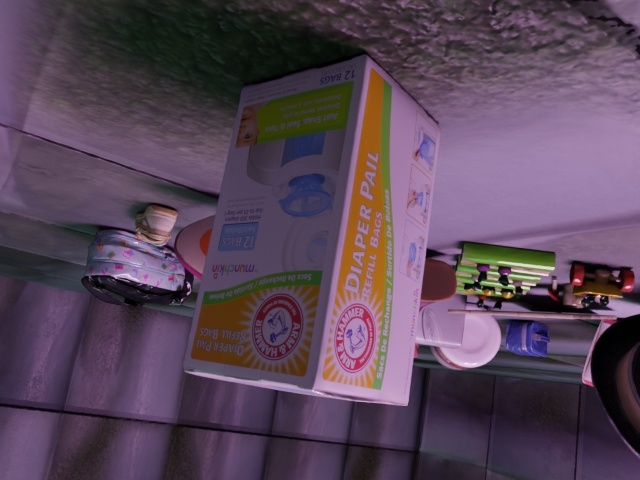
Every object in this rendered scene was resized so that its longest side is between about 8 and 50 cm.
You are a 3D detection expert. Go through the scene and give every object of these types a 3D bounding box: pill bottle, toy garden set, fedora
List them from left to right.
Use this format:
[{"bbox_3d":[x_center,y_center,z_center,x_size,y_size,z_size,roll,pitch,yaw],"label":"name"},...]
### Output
[{"bbox_3d":[0.287,0.202,1.178,0.121,0.121,0.216,8,167,7],"label":"pill bottle"},{"bbox_3d":[0.285,0.069,0.792,0.203,0.049,0.244,8,166,11],"label":"toy garden set"},{"bbox_3d":[0.527,0.171,0.719,0.333,0.334,0.153,10,133,1],"label":"fedora"}]

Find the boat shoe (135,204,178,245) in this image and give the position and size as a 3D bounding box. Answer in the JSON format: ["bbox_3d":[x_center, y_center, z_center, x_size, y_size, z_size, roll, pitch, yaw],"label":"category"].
[{"bbox_3d":[-0.242,-0.013,0.840,0.056,0.048,0.153,16,165,-24],"label":"boat shoe"}]

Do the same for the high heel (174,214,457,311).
[{"bbox_3d":[-0.017,0.054,0.780,0.377,0.127,0.181,14,161,-19],"label":"high heel"}]

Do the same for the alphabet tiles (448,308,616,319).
[{"bbox_3d":[0.357,0.122,0.949,0.198,0.009,0.237,-4,171,43],"label":"alphabet tiles"}]

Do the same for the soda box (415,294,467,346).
[{"bbox_3d":[0.116,0.127,1.050,0.286,0.098,0.091,8,166,11],"label":"soda box"}]

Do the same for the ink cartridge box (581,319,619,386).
[{"bbox_3d":[0.645,0.253,1.012,0.306,0.131,0.226,21,175,-38],"label":"ink cartridge box"}]

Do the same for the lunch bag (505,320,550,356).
[{"bbox_3d":[0.438,0.207,1.201,0.065,0.067,0.098,-3,162,45],"label":"lunch bag"}]

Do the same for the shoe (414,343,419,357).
[{"bbox_3d":[0.243,0.284,1.625,0.063,0.081,0.178,3,165,27],"label":"shoe"}]

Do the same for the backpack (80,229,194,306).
[{"bbox_3d":[-0.337,0.053,1.040,0.151,0.115,0.182,-12,156,30],"label":"backpack"}]

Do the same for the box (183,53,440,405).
[{"bbox_3d":[0.000,0.000,0.390,0.114,0.203,0.103,-1,162,39],"label":"box"}]
